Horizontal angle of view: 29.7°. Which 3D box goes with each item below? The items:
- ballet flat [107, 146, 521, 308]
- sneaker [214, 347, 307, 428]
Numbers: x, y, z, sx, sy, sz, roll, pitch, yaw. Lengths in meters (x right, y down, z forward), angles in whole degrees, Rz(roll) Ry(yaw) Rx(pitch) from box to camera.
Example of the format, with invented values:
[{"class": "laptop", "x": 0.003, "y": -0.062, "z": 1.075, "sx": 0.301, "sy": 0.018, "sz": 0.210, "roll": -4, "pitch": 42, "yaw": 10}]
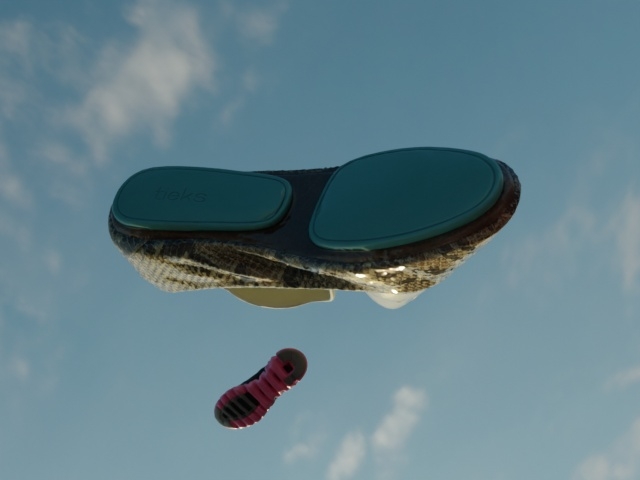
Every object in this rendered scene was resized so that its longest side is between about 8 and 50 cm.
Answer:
[{"class": "ballet flat", "x": 0.000, "y": 0.000, "z": 1.287, "sx": 0.182, "sy": 0.482, "sz": 0.164, "roll": 62, "pitch": -143, "yaw": -40}, {"class": "sneaker", "x": -0.061, "y": 0.157, "z": 1.291, "sx": 0.119, "sy": 0.047, "sz": 0.057, "roll": -37, "pitch": 1, "yaw": 5}]
